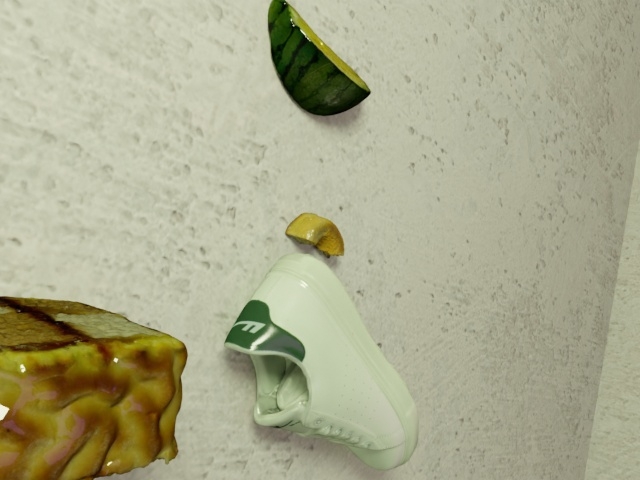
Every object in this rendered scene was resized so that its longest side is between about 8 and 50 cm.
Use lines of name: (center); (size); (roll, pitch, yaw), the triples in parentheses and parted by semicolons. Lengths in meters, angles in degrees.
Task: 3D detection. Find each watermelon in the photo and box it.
watermelon: (-0.006, -0.207, 0.721); (0.181, 0.075, 0.092); (29, 30, -47)

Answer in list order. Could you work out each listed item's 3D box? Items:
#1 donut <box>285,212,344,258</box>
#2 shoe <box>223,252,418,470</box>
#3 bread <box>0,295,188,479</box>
donut: (0.000, 0.000, 0.748); (0.067, 0.037, 0.083); (-48, 125, -36)
shoe: (0.006, 0.202, 0.716); (0.160, 0.131, 0.363); (-46, 122, -34)
bread: (-0.202, 0.097, 0.408); (0.181, 0.222, 0.096); (6, 89, -43)
